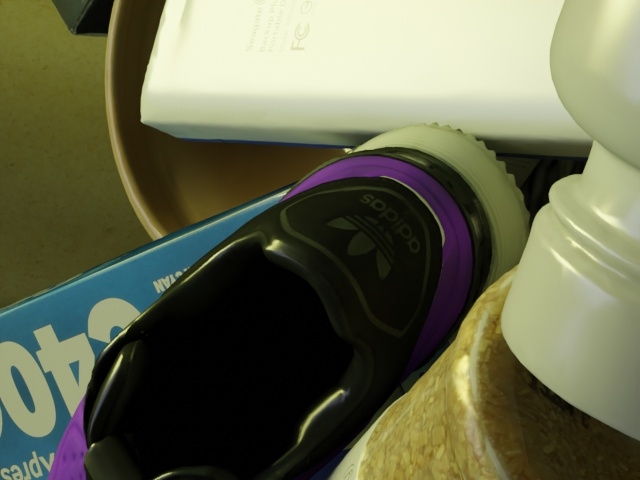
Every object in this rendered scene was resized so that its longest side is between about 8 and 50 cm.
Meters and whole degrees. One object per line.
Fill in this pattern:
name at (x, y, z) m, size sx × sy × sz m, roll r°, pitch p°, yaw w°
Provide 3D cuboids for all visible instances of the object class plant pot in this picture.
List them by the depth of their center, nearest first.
plant pot at (0.004, -0.090, 0.882) m, size 0.237 × 0.109 × 0.237 m, roll -2°, pitch 88°, yaw 44°
plant pot at (-0.187, -0.073, 1.282) m, size 0.334 × 0.305 × 0.334 m, roll -172°, pitch 90°, yaw -83°

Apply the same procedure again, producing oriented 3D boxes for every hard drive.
hard drive at (0.064, -0.139, 0.701) m, size 0.318 × 0.040 × 0.210 m, roll 6°, pitch 79°, yaw 45°

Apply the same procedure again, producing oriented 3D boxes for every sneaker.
sneaker at (-0.053, 0.073, 0.666) m, size 0.293 × 0.102 × 0.146 m, roll -50°, pitch -9°, yaw 33°

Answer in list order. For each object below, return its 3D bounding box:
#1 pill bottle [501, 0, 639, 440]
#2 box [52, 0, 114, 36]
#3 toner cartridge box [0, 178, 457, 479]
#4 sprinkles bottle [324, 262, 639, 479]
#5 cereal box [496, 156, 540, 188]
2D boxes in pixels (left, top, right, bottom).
pill bottle at (0.131, -0.062, 0.433) m, size 0.131 × 0.131 × 0.229 m, roll -101°, pitch 28°, yaw -70°
box at (-0.071, -0.344, 0.992) m, size 0.343 × 0.179 × 0.312 m, roll -51°, pitch 60°, yaw 35°
toner cartridge box at (-0.071, 0.085, 0.843) m, size 0.348 × 0.165 × 0.075 m, roll -22°, pitch 5°, yaw 42°
sprinkles bottle at (0.034, 0.139, 0.640) m, size 0.355 × 0.121 × 0.121 m, roll 124°, pitch 159°, yaw -51°
cereal box at (0.085, -0.083, 0.990) m, size 0.240 × 0.047 × 0.173 m, roll 122°, pitch 159°, yaw -56°
